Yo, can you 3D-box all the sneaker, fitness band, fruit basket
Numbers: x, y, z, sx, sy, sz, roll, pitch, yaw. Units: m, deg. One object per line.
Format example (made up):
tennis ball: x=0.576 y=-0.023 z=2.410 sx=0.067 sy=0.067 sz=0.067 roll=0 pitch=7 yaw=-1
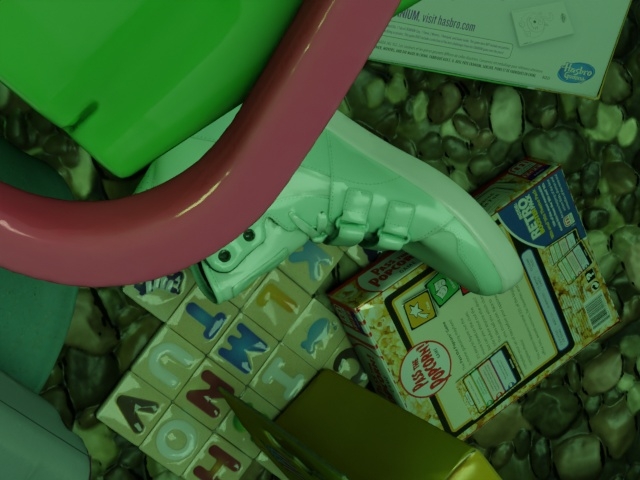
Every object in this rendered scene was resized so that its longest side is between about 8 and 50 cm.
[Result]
sneaker: x=0.000 y=0.000 z=0.898 sx=0.256 sy=0.094 sz=0.151 roll=33 pitch=77 yaw=-5
fitness band: x=-0.079 y=-0.106 z=0.542 sx=0.209 sy=0.054 sz=0.291 roll=24 pitch=117 yaw=-18
fruit basket: x=-0.072 y=-0.262 z=0.694 sx=0.283 sy=0.392 sz=0.392 roll=41 pitch=81 yaw=-25

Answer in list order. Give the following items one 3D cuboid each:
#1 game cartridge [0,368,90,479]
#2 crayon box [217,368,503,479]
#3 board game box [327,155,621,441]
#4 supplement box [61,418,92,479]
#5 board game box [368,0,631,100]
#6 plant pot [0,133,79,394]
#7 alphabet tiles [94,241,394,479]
game cartridge: x=-0.279 y=0.131 z=0.633 sx=0.297 sy=0.198 sz=0.062 roll=-23 pitch=67 yaw=5
crayon box: x=0.083 y=0.208 z=0.932 sx=0.081 sy=0.202 sz=0.318 roll=-45 pitch=117 yaw=-13
board game box: x=0.118 y=0.050 z=1.007 sx=0.193 sy=0.045 sz=0.146 roll=-34 pitch=115 yaw=-18
supplement box: x=-0.244 y=0.156 z=0.832 sx=0.188 sy=0.104 sz=0.080 roll=0 pitch=100 yaw=-25
board game box: x=0.126 y=-0.266 z=0.906 sx=0.242 sy=0.064 sz=0.316 roll=7 pitch=112 yaw=-26
plant pot: x=-0.278 y=0.001 z=0.718 sx=0.255 sy=0.272 sz=0.271 roll=22 pitch=89 yaw=-42
alphabet tiles: x=-0.043 y=0.059 z=0.962 sx=0.198 sy=0.009 sz=0.237 roll=40 pitch=81 yaw=-25
